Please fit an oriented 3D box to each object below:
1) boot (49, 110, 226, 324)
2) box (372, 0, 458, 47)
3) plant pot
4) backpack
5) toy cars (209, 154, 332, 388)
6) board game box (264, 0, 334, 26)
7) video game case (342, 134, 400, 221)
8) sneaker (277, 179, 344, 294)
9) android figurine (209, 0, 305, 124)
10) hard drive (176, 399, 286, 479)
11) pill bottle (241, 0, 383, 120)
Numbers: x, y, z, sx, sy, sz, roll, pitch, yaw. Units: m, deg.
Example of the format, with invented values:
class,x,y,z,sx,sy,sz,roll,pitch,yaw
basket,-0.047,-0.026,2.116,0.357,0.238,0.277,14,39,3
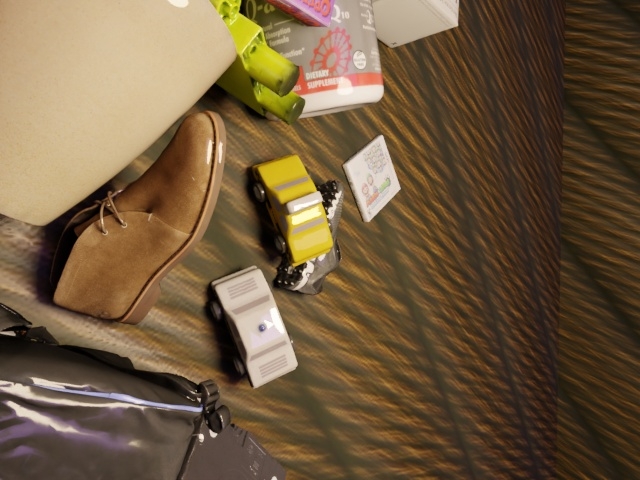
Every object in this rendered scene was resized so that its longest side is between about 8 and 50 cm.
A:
class,x,y,z,sx,sy,sz,roll,pitch,yaw
boot,-0.213,-0.024,0.548,0.115,0.112,0.305,19,115,-41
box,0.176,-0.524,1.010,0.181,0.182,0.119,9,83,-48
plant pot,-0.270,-0.163,0.490,0.256,0.256,0.274,37,83,-42
backpack,-0.278,0.177,0.452,0.276,0.263,0.213,35,72,-35
toy cars,-0.068,0.040,0.764,0.176,0.087,0.393,21,76,-17
board game box,-0.079,-0.394,0.505,0.347,0.056,0.208,-1,103,-56
video game case,0.120,-0.142,1.072,0.157,0.019,0.143,-44,121,-38
sneaker,0.000,0.000,0.901,0.106,0.078,0.234,38,67,-45
android figurine,-0.140,-0.263,0.625,0.056,0.273,0.248,-52,170,-6
hard drive,-0.158,0.424,0.641,0.237,0.064,0.339,59,25,-30
pill bottle,-0.024,-0.392,0.765,0.210,0.210,0.363,-23,107,-46
